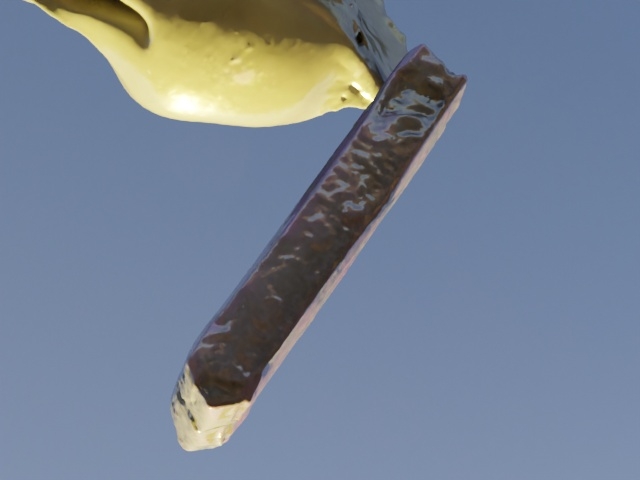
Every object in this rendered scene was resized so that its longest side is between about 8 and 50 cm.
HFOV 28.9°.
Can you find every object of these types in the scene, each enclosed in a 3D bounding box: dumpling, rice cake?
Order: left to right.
[{"bbox_3d":[-0.089,-0.257,1.207,0.395,0.315,0.233,14,-43,-14],"label":"dumpling"},{"bbox_3d":[0.001,-0.002,0.785,0.050,0.106,0.298,34,-117,3],"label":"rice cake"}]
